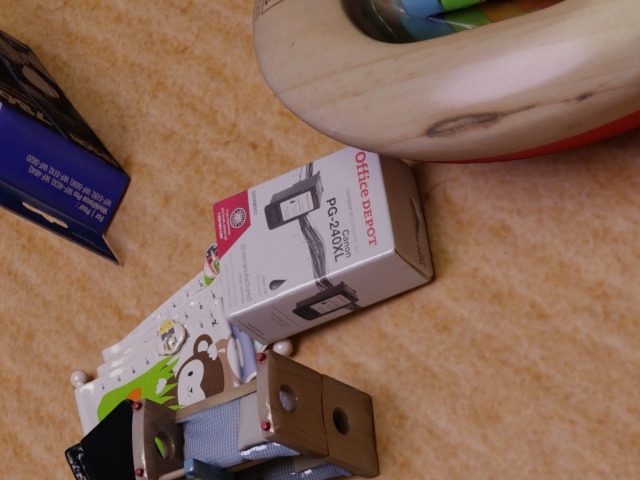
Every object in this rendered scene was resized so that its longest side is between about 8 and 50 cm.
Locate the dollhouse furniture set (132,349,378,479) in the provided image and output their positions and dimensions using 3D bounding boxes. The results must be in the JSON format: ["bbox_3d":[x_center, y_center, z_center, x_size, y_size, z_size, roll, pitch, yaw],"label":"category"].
[{"bbox_3d":[-0.043,0.195,1.080,0.129,0.129,0.183,-24,56,30],"label":"dollhouse furniture set"}]

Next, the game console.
[{"bbox_3d":[-0.141,0.202,1.183,0.071,0.107,0.122,-28,63,-6],"label":"game console"}]

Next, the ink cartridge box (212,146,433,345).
[{"bbox_3d":[0.000,0.000,1.169,0.150,0.063,0.109,-23,55,21],"label":"ink cartridge box"}]

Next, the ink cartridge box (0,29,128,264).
[{"bbox_3d":[-0.286,-0.117,1.408,0.065,0.165,0.332,-49,48,9],"label":"ink cartridge box"}]

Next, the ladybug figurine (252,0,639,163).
[{"bbox_3d":[0.150,-0.184,1.073,0.449,0.162,0.305,-7,62,36],"label":"ladybug figurine"}]

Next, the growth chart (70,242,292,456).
[{"bbox_3d":[-0.118,0.110,1.259,0.237,0.021,0.172,-43,50,17],"label":"growth chart"}]
